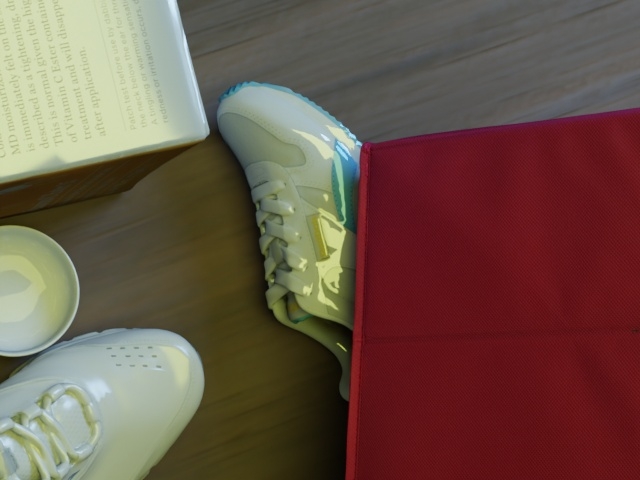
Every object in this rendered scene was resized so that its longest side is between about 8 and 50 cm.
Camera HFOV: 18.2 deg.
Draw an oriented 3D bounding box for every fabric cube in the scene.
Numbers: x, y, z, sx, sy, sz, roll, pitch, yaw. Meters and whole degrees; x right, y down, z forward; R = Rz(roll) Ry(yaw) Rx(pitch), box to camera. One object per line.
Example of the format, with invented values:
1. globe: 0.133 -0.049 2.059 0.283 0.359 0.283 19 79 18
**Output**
1. fabric cube: 0.194 0.069 1.215 0.254 0.258 0.259 9 80 -44

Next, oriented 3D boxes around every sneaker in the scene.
1. sneaker: 0.000 0.000 1.292 0.092 0.087 0.229 -38 96 -25
2. sneaker: -0.193 0.141 1.195 0.297 0.129 0.111 -29 91 -20

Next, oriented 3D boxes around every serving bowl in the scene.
1. serving bowl: -0.195 0.034 1.258 0.083 0.027 0.083 3 78 -13

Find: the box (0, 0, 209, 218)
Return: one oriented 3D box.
1. box: -0.269 -0.086 1.152 0.345 0.215 0.168 -13 88 -18
